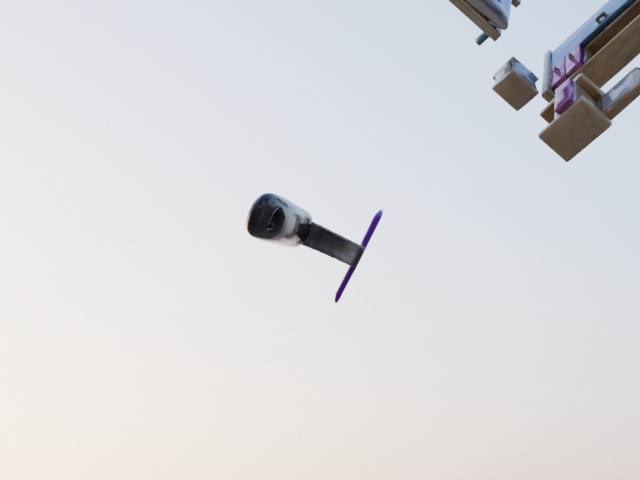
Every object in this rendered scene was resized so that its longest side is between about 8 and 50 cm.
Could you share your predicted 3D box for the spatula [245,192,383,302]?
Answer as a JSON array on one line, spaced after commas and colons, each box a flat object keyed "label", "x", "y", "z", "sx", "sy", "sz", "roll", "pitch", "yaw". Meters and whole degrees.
[{"label": "spatula", "x": 0.000, "y": 0.000, "z": 0.826, "sx": 0.030, "sy": 0.084, "sz": 0.296, "roll": 27, "pitch": 2, "yaw": 19}]

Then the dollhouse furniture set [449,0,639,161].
[{"label": "dollhouse furniture set", "x": 0.252, "y": -0.308, "z": 1.350, "sx": 0.303, "sy": 0.286, "sz": 0.198, "roll": 39, "pitch": -60, "yaw": -11}]
